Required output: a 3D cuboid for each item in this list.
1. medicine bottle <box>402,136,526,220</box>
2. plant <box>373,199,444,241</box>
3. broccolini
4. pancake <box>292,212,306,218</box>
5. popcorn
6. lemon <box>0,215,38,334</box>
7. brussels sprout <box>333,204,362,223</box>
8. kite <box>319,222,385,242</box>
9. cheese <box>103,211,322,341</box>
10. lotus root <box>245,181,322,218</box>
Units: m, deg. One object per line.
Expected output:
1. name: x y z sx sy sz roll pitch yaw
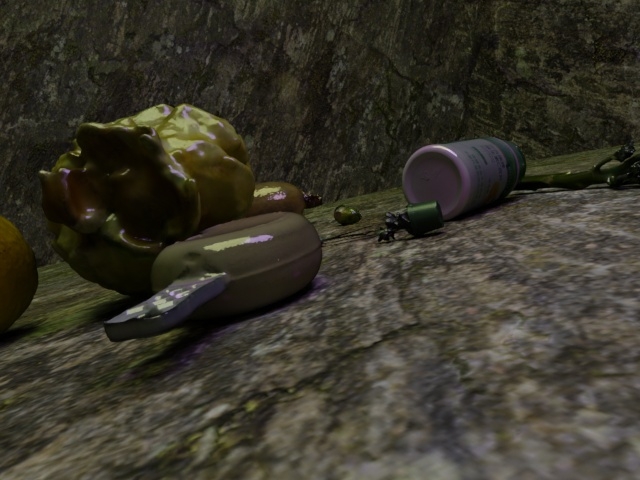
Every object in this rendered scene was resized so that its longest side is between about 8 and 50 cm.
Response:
1. medicine bottle: 0.279 -0.123 0.884 0.133 0.133 0.274 -6 9 45
2. plant: 0.125 -0.027 0.694 0.102 0.051 0.051 -15 5 20
3. broccolini: 0.454 -0.126 0.832 0.078 0.074 0.392 -7 6 -19
4. pancake: -0.194 -0.008 1.073 0.356 0.065 0.356 -13 5 1
5. popcorn: -0.219 -0.054 0.618 0.270 0.224 0.258 -19 -22 -43
6. lemon: -0.424 0.045 0.531 0.180 0.181 0.193 -13 6 -9
7. brussels sprout: 0.061 -0.061 1.134 0.051 0.046 0.083 -21 10 -19
8. kite: 0.000 -0.002 0.864 0.309 0.015 0.169 -12 5 4
9. cheese: -0.095 0.031 0.443 0.163 0.082 0.286 -11 7 18
10. lotus root: -0.164 -0.099 1.405 0.342 0.152 0.169 -15 7 0
